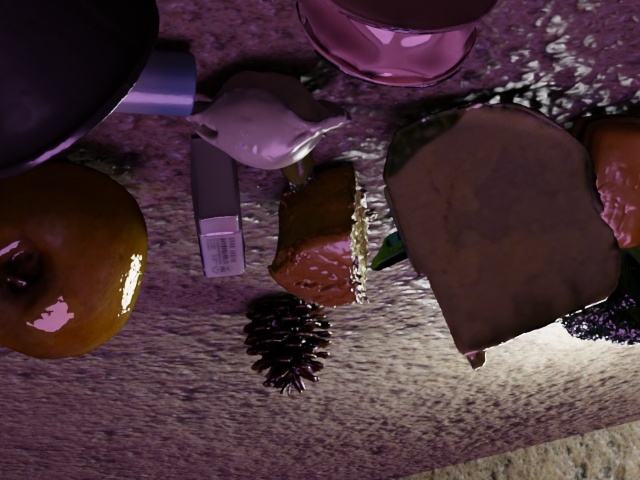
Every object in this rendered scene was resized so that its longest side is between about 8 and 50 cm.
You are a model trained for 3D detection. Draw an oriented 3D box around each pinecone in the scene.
[{"bbox_3d":[-0.057,0.192,2.353,0.163,0.165,0.163,-2,162,-1],"label":"pinecone"}]

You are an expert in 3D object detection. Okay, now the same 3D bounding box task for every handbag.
[{"bbox_3d":[0.074,-0.243,1.315,0.205,0.179,0.116,0,150,-15],"label":"handbag"}]

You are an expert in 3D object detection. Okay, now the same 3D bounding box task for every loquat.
[{"bbox_3d":[-0.357,0.018,1.766,0.275,0.274,0.275,-5,158,-2],"label":"loquat"}]

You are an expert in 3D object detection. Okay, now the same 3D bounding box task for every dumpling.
[{"bbox_3d":[-0.060,-0.153,1.611,0.155,0.181,0.111,-24,145,-60],"label":"dumpling"}]

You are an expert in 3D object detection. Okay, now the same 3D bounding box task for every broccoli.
[{"bbox_3d":[0.446,0.018,1.979,0.298,0.297,0.297,-7,131,5],"label":"broccoli"}]

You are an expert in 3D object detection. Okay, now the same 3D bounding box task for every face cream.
[{"bbox_3d":[-0.269,-0.184,1.501,0.250,0.077,0.077,3,156,-16],"label":"face cream"}]

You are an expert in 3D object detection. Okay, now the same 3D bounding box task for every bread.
[{"bbox_3d":[-0.001,0.001,1.926,0.147,0.160,0.260,0,164,8],"label":"bread"},{"bbox_3d":[0.391,-0.073,1.803,0.116,0.077,0.200,2,116,-9],"label":"bread"}]

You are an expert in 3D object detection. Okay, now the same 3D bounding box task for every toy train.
[{"bbox_3d":[0.163,-0.016,2.015,0.209,0.042,0.044,-25,158,18],"label":"toy train"}]

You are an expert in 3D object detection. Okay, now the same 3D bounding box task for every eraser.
[{"bbox_3d":[-0.140,-0.043,1.812,0.068,0.124,0.210,-5,158,-3],"label":"eraser"}]

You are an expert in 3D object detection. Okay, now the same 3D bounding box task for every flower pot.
[{"bbox_3d":[-0.305,-0.207,1.278,0.269,0.269,0.166,-16,132,25],"label":"flower pot"}]

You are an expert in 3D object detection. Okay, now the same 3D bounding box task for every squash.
[{"bbox_3d":[-0.034,-0.116,1.758,0.052,0.052,0.183,-7,159,3],"label":"squash"}]

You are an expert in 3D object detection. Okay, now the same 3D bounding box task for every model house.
[{"bbox_3d":[0.239,-0.014,1.789,0.261,0.321,0.266,-22,173,1],"label":"model house"}]
